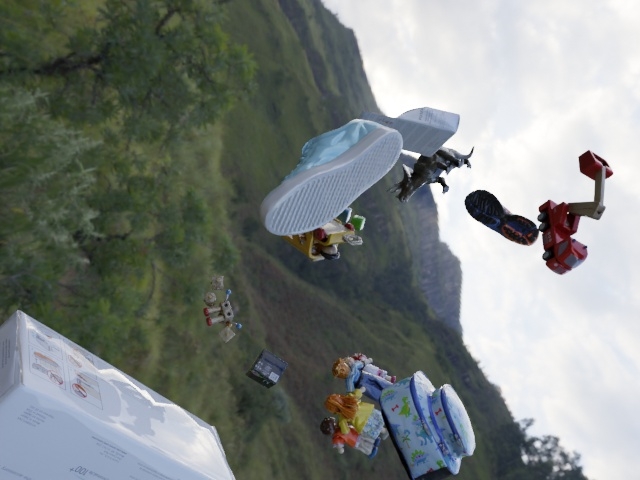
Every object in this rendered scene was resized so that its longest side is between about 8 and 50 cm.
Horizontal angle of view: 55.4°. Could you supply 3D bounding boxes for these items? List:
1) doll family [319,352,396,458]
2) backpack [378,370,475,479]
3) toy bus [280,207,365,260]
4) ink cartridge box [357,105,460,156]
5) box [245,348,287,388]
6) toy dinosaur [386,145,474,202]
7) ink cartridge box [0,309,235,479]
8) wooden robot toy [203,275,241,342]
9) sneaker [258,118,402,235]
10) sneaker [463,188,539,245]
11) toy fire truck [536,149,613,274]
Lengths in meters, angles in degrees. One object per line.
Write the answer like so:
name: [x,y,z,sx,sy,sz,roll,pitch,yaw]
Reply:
doll family: [0.090,0.348,1.384,0.118,0.163,0.262,-56,-172,47]
backpack: [0.127,0.212,0.715,0.114,0.084,0.105,62,16,12]
toy bus: [-0.003,-0.006,1.401,0.202,0.191,0.104,-75,177,-66]
ink cartridge box: [0.202,-0.284,1.519,0.189,0.233,0.066,134,-28,-76]
box: [-0.116,0.275,1.300,0.062,0.052,0.083,34,-26,-3]
toy dinosaur: [0.355,-0.236,1.855,0.160,0.313,0.121,32,-25,33]
ink cartridge box: [-0.294,0.274,0.659,0.309,0.272,0.130,47,0,-37]
wooden robot toy: [-0.249,0.179,1.503,0.079,0.076,0.173,107,-35,-62]
sneaker: [-0.001,-0.140,1.273,0.150,0.366,0.135,33,-36,38]
sneaker: [0.455,-0.049,1.549,0.221,0.083,0.087,44,3,30]
toy fire truck: [0.441,-0.047,1.046,0.135,0.047,0.192,-42,-150,45]
